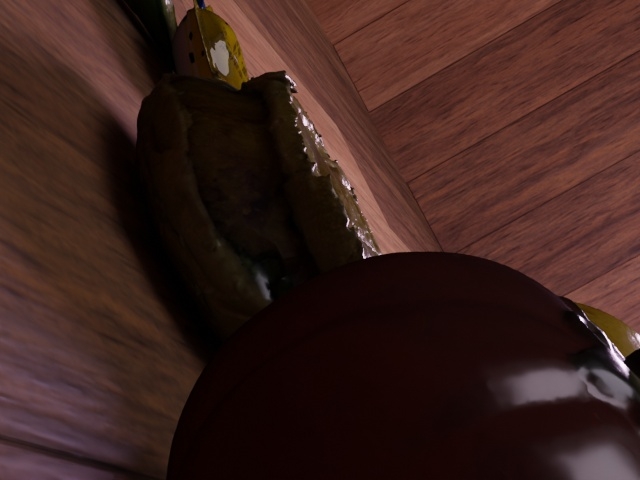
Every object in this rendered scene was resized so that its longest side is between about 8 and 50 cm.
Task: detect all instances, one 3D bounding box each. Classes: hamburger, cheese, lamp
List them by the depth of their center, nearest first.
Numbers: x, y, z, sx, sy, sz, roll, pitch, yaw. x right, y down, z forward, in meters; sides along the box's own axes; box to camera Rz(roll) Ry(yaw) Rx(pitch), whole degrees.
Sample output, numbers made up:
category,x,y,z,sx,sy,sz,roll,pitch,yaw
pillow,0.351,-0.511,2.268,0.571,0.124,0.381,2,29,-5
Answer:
category,x,y,z,sx,sy,sz,roll,pitch,yaw
lamp,0.064,0.150,0.552,0.303,0.257,0.303,60,7,-12
hamburger,-0.044,-0.025,0.935,0.211,0.132,0.309,55,9,-31
cheese,-0.105,-0.171,1.253,0.250,0.064,0.156,-104,-179,-62

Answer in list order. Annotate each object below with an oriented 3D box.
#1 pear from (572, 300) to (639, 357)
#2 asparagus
category,x,y,z,sx,sy,sz,roll,pitch,yaw
pear,0.144,0.170,0.948,0.280,0.281,0.280,58,8,-14
asparagus,-0.164,-0.230,1.227,0.041,0.045,0.178,23,-27,43
